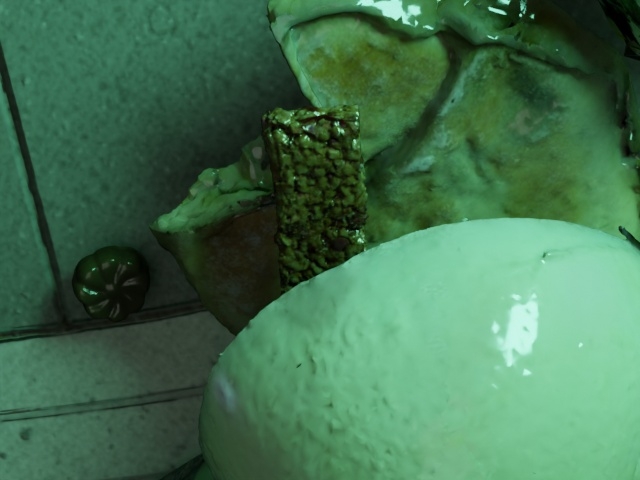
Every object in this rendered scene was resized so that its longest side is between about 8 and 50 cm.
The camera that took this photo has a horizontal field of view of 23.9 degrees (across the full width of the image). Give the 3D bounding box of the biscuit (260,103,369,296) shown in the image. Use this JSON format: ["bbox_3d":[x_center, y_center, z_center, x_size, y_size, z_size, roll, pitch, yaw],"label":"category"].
[{"bbox_3d":[0.000,0.000,0.963,0.064,0.034,0.199,-3,128,1],"label":"biscuit"}]

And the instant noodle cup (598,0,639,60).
[{"bbox_3d":[0.232,-0.223,0.883,0.240,0.240,0.178,-21,112,15],"label":"instant noodle cup"}]

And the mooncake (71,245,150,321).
[{"bbox_3d":[-0.039,-0.056,1.066,0.150,0.057,0.346,22,121,-24],"label":"mooncake"}]

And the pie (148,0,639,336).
[{"bbox_3d":[0.062,-0.029,1.011,0.338,0.075,0.337,-1,126,-1],"label":"pie"}]

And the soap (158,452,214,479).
[{"bbox_3d":[-0.107,0.266,1.109,0.199,0.182,0.138,-35,102,17],"label":"soap"}]

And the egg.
[{"bbox_3d":[0.099,0.149,0.965,0.337,0.201,0.337,-11,138,-10],"label":"egg"}]
